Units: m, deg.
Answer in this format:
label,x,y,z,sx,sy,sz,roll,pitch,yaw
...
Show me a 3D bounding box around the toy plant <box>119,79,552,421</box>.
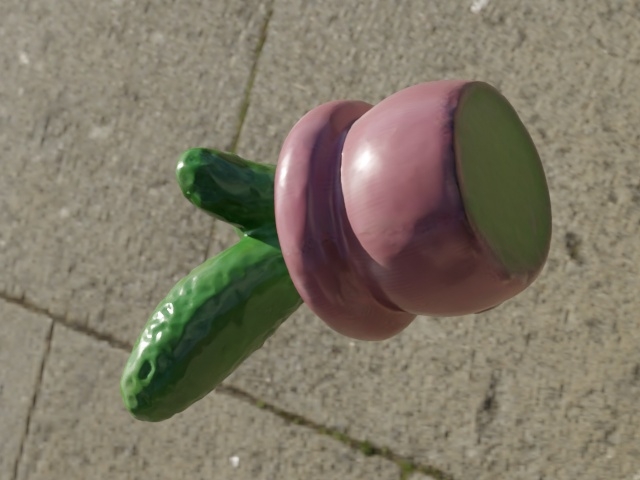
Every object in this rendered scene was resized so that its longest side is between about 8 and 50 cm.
label,x,y,z,sx,sy,sz,roll,pitch,yaw
toy plant,0.006,0.002,1.000,0.356,0.211,0.317,-9,39,31
